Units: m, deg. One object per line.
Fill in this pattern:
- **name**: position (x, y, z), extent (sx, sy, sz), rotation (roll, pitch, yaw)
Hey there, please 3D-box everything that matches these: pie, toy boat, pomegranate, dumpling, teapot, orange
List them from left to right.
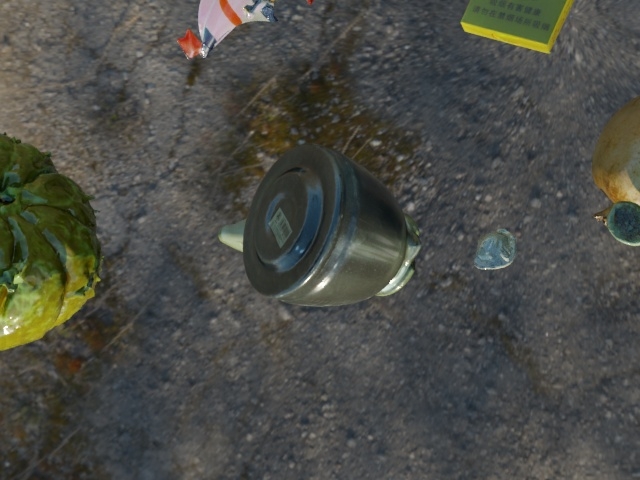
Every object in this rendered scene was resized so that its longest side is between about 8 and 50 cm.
- **orange**: position (-0.428, 0.000, 1.011), extent (0.301, 0.300, 0.223), rotation (48, 122, 2)
- **toy boat**: position (-0.143, -0.483, 1.548), extent (0.318, 0.072, 0.219), rotation (-26, 136, -7)
- **teapot**: position (0.005, 0.017, 1.303), extent (0.240, 0.239, 0.322), rotation (20, 137, -35)
- **dumpling**: position (0.289, 0.014, 1.368), extent (0.057, 0.076, 0.052), rotation (1, 107, 43)
- **pie**: position (0.532, -0.028, 1.423), extent (0.085, 0.017, 0.085), rotation (2, 72, -5)
- **pomegranate**: position (0.649, -0.132, 1.542), extent (0.320, 0.319, 0.318), rotation (4, 106, 16)

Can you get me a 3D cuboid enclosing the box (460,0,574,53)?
- **box**: position (0.352, -0.449, 1.341), extent (0.153, 0.041, 0.278), rotation (23, 87, 26)
